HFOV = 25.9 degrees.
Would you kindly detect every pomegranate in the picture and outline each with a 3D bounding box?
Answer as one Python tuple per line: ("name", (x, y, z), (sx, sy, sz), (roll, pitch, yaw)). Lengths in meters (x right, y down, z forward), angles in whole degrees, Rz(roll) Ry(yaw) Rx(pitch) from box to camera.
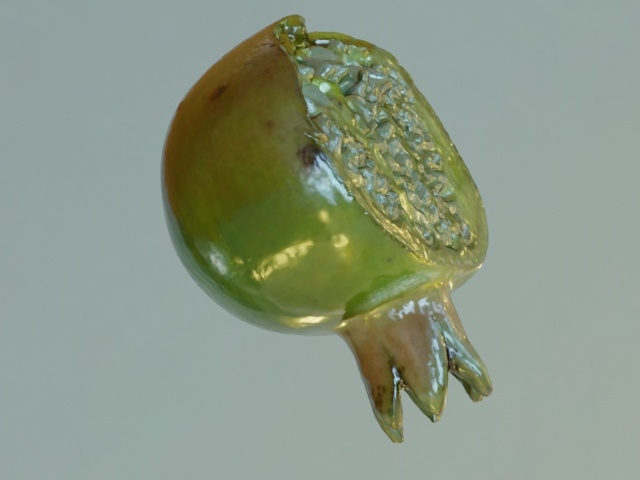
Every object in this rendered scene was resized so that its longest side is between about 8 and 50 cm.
("pomegranate", (0.000, 0.000, 1.157), (0.216, 0.358, 0.310), (-25, 168, 23))
